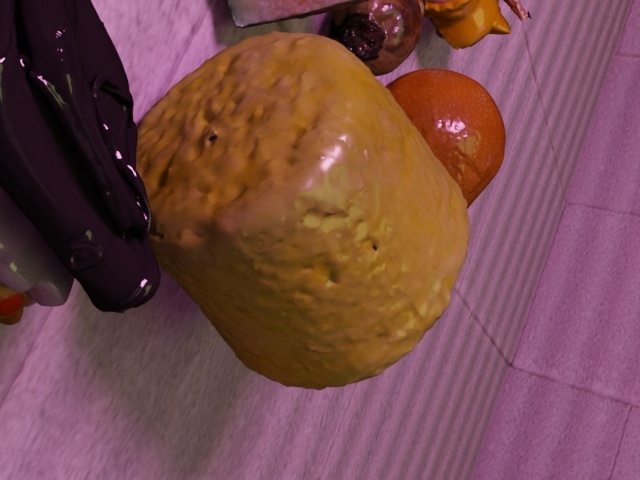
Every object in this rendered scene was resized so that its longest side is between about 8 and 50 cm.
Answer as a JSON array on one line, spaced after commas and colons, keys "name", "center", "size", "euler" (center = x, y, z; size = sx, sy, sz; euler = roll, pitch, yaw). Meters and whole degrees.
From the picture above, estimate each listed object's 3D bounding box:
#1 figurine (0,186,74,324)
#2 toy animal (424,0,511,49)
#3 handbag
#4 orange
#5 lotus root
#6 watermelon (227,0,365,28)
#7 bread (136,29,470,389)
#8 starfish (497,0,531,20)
[{"name": "figurine", "center": [-0.293, 0.044, 0.525], "size": [0.236, 0.176, 0.133], "euler": [-52, 129, -28]}, {"name": "toy animal", "center": [0.233, -0.432, 1.220], "size": [0.229, 0.156, 0.156], "euler": [21, 85, -55]}, {"name": "handbag", "center": [-0.200, -0.105, 0.552], "size": [0.088, 0.275, 0.244], "euler": [-22, 135, -4]}, {"name": "orange", "center": [0.174, -0.150, 1.137], "size": [0.264, 0.264, 0.264], "euler": [-32, 129, -50]}, {"name": "lotus root", "center": [0.094, -0.323, 1.055], "size": [0.214, 0.138, 0.139], "euler": [-36, 132, -49]}, {"name": "watermelon", "center": [0.013, -0.390, 0.831], "size": [0.151, 0.301, 0.264], "euler": [-100, -175, -62]}, {"name": "bread", "center": [-0.031, -0.042, 0.791], "size": [0.308, 0.348, 0.348], "euler": [51, 58, -41]}, {"name": "starfish", "center": [0.308, -0.502, 1.292], "size": [0.302, 0.060, 0.299], "euler": [-100, 170, -53]}]
